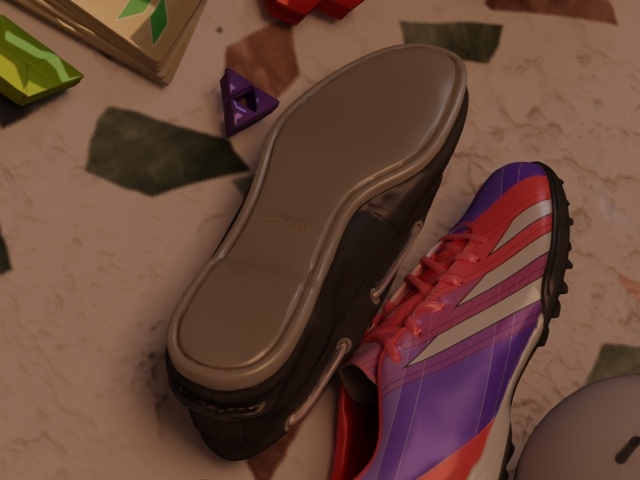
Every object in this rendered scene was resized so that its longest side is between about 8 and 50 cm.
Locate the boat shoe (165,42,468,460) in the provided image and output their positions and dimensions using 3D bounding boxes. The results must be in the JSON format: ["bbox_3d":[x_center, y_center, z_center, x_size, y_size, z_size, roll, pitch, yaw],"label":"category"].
[{"bbox_3d":[0.000,0.000,1.243,0.112,0.095,0.335,18,50,20],"label":"boat shoe"}]

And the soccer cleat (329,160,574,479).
[{"bbox_3d":[0.077,0.066,1.237,0.116,0.108,0.318,26,61,-12],"label":"soccer cleat"}]

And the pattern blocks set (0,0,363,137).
[{"bbox_3d":[-0.146,-0.201,1.275,0.325,0.026,0.285,42,55,-7],"label":"pattern blocks set"}]

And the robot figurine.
[{"bbox_3d":[0.246,0.170,1.217,0.278,0.174,0.209,6,75,-47],"label":"robot figurine"}]
